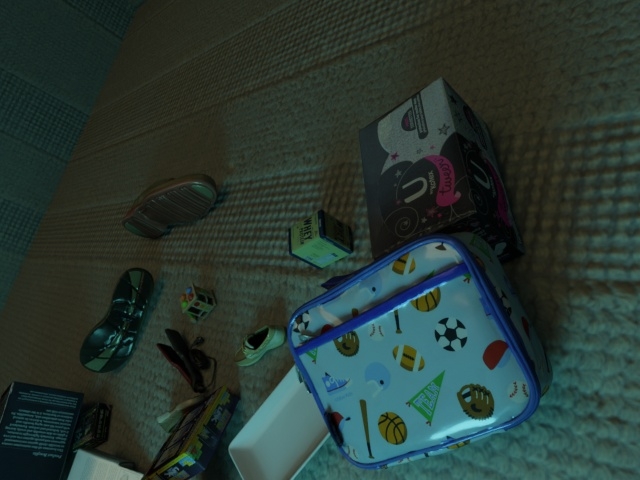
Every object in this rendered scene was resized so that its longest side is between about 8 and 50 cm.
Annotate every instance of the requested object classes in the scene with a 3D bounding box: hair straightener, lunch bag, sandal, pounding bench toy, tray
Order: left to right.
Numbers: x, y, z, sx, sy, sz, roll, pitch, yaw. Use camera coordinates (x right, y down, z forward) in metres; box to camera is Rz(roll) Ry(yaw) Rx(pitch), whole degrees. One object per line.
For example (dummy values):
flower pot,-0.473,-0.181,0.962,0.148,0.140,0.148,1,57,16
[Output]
sandal,-0.530,0.216,1.366,0.303,0.120,0.086,-62,11,-4
hair straightener,-0.288,0.250,1.110,0.230,0.047,0.089,31,92,51
pounding bench toy,-0.290,0.148,1.158,0.083,0.065,0.052,-49,40,15
tray,-0.028,0.273,0.798,0.270,0.030,0.145,-50,40,-1
lunch bag,0.099,0.132,0.628,0.303,0.115,0.243,-32,78,32

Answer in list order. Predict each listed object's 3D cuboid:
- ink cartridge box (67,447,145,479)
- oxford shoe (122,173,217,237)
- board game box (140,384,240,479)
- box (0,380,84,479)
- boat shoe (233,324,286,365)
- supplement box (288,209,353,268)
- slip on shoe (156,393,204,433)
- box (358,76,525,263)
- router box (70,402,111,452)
ink cartridge box,-0.459,0.610,1.075,0.238,0.060,0.275,7,71,23
oxford shoe,-0.415,-0.127,1.408,0.397,0.140,0.147,-15,50,40
board game box,-0.231,0.359,0.917,0.141,0.048,0.170,-38,11,25
box,-0.766,0.545,1.317,0.296,0.182,0.294,-31,45,49
boat shoe,-0.124,0.194,0.964,0.135,0.045,0.050,-38,44,26
supplement box,0.000,0.000,0.915,0.083,0.083,0.056,-29,50,32
slip on shoe,-0.283,0.356,1.045,0.135,0.051,0.041,-34,76,24
box,0.165,-0.080,0.736,0.163,0.142,0.247,-29,49,34
router box,-0.587,0.481,1.305,0.122,0.038,0.092,-34,45,30
